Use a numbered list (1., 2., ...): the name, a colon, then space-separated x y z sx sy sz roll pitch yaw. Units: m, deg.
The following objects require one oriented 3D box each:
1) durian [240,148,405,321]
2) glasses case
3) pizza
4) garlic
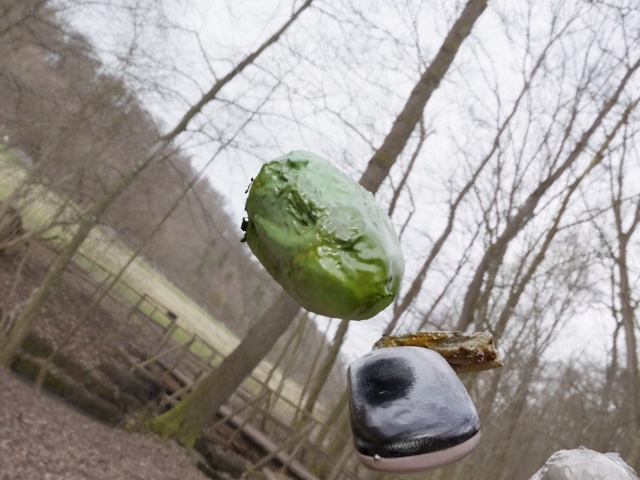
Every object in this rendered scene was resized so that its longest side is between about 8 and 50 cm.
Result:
1. durian: 0.000 0.000 0.945 0.340 0.204 0.256 53 7 34
2. glasses case: 0.091 0.172 0.702 0.314 0.122 0.075 -84 165 -87
3. pizza: 0.214 0.195 1.114 0.271 0.056 0.134 15 -35 -33
4. garlic: 0.263 0.344 0.743 0.142 0.229 0.178 5 22 -18
